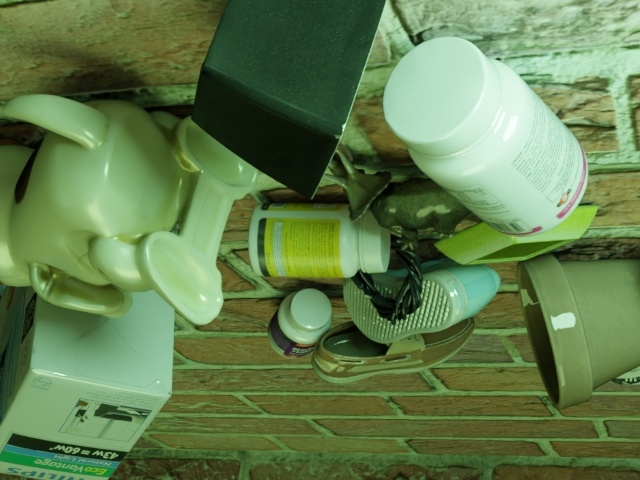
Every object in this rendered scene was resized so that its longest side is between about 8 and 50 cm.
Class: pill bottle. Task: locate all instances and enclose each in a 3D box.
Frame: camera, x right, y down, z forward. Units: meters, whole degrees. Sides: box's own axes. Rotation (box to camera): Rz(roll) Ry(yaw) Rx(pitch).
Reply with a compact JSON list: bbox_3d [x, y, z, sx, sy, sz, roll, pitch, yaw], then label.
[{"bbox_3d":[0.000,0.000,1.895,0.209,0.119,0.119,1,159,13],"label":"pill bottle"},{"bbox_3d":[-0.036,0.158,2.342,0.108,0.108,0.193,9,159,-9],"label":"pill bottle"},{"bbox_3d":[0.202,-0.123,1.459,0.160,0.160,0.283,-8,156,32],"label":"pill bottle"}]

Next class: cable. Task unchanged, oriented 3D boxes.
[{"bbox_3d":[0.113,0.063,2.014,0.047,0.150,0.184,-19,169,-31],"label":"cable"}]

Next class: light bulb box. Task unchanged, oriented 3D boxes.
[{"bbox_3d":[-0.401,0.169,1.990,0.225,0.357,0.361,15,139,-22],"label":"light bulb box"}]

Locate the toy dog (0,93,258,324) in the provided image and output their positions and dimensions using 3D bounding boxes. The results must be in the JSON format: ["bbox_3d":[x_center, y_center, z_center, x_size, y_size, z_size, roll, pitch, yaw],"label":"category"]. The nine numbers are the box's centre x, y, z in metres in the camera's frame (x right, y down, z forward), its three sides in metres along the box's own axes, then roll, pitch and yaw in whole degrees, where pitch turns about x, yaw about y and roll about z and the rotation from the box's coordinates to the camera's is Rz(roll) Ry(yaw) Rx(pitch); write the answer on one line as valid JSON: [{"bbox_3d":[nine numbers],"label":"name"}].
[{"bbox_3d":[-0.359,-0.035,1.672,0.408,0.284,0.395,-8,155,36],"label":"toy dog"}]

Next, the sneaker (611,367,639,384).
[{"bbox_3d":[0.623,0.161,2.165,0.366,0.137,0.210,-10,155,23],"label":"sneaker"}]

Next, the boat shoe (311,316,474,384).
[{"bbox_3d":[0.142,0.187,2.282,0.324,0.123,0.116,-18,152,-8],"label":"boat shoe"}]

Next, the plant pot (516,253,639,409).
[{"bbox_3d":[0.471,0.131,2.005,0.229,0.263,0.263,-13,158,0],"label":"plant pot"}]

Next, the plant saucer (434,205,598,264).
[{"bbox_3d":[0.302,-0.003,1.843,0.188,0.045,0.188,-3,166,-32],"label":"plant saucer"}]

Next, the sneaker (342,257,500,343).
[{"bbox_3d":[0.180,0.101,2.121,0.150,0.135,0.366,-16,-173,-30],"label":"sneaker"}]

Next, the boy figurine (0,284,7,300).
[{"bbox_3d":[-0.516,0.075,2.262,0.285,0.092,0.177,-7,156,28],"label":"boy figurine"}]

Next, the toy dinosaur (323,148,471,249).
[{"bbox_3d":[0.159,-0.052,1.722,0.314,0.121,0.160,4,173,15],"label":"toy dinosaur"}]

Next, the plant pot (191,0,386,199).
[{"bbox_3d":[-0.044,-0.186,1.350,0.167,0.188,0.187,21,158,-4],"label":"plant pot"}]

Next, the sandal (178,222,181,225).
[{"bbox_3d":[-0.204,-0.045,1.923,0.072,0.049,0.180,5,160,1],"label":"sandal"}]
